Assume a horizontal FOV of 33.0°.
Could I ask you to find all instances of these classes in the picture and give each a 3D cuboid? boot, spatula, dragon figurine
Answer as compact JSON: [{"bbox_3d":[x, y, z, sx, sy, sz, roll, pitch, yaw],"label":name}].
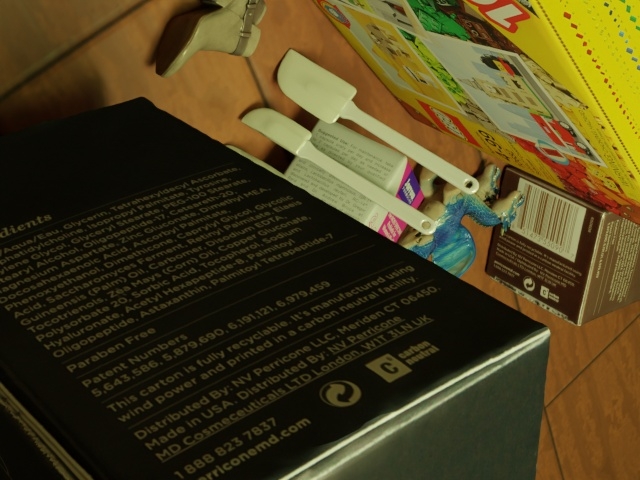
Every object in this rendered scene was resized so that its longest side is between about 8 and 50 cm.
[{"bbox_3d":[-0.097,-0.194,1.018,0.087,0.042,0.118,23,97,-49],"label":"boot"},{"bbox_3d":[0.019,-0.064,1.074,0.168,0.242,0.019,-54,168,-9],"label":"spatula"},{"bbox_3d":[0.136,0.001,1.314,0.289,0.085,0.144,-48,136,-13],"label":"dragon figurine"}]

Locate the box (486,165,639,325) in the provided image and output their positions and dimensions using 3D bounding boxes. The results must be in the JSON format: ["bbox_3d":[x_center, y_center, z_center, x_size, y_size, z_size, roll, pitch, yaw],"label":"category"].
[{"bbox_3d":[0.361,-0.014,1.453,0.203,0.168,0.167,-15,123,-36],"label":"box"}]

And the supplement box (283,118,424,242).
[{"bbox_3d":[0.000,0.000,1.130,0.220,0.114,0.111,-59,157,-9],"label":"supplement box"}]

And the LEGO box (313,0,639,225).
[{"bbox_3d":[0.149,-0.255,0.966,0.193,0.372,0.500,-54,137,-5],"label":"LEGO box"}]

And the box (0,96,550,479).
[{"bbox_3d":[-0.110,0.208,0.832,0.297,0.472,0.479,-25,128,-33],"label":"box"}]
